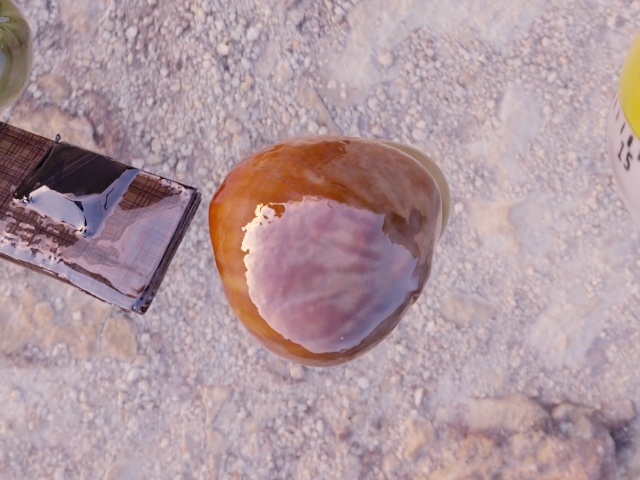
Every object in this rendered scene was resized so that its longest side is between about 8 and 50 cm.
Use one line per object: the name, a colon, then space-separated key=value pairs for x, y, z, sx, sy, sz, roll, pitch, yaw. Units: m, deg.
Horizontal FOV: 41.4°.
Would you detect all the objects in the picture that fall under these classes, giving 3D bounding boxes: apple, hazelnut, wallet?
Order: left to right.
apple: x=-0.672 y=-0.357 z=1.614 sx=0.262 sy=0.262 sz=0.262 roll=-4 pitch=121 yaw=-6
wallet: x=-0.229 y=-0.028 z=0.737 sx=0.230 sy=0.124 sz=0.042 roll=19 pitch=163 yaw=15
hazelnut: x=0.000 y=0.000 z=0.634 sx=0.182 sy=0.182 sz=0.182 roll=-4 pitch=121 yaw=-6

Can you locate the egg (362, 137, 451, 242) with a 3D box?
egg: x=0.052 y=-0.035 z=1.336 sx=0.322 sy=0.250 sz=0.250 roll=-24 pitch=122 yaw=-8

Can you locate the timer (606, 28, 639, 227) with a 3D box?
timer: x=0.315 y=-0.107 z=0.465 sx=0.285 sy=0.285 sz=0.285 roll=-4 pitch=121 yaw=-6
